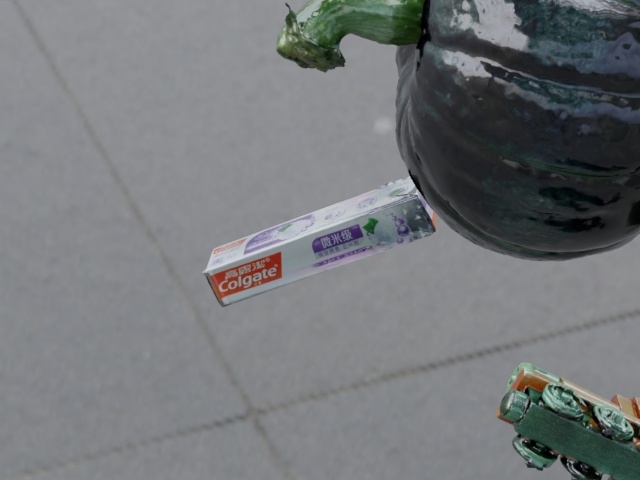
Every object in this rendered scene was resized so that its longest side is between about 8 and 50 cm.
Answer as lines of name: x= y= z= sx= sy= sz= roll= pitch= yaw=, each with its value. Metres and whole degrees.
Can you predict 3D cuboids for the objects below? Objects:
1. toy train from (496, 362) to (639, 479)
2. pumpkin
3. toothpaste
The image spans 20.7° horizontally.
toy train: x=0.137 y=0.095 z=0.890 sx=0.103 sy=0.044 sz=0.064 roll=24 pitch=23 yaw=-11
pumpkin: x=0.099 y=-0.115 z=0.987 sx=0.248 sy=0.248 sz=0.248 roll=8 pitch=43 yaw=-7
toothpaste: x=0.000 y=0.000 z=1.449 sx=0.196 sy=0.040 sz=0.047 roll=-20 pitch=21 yaw=15
